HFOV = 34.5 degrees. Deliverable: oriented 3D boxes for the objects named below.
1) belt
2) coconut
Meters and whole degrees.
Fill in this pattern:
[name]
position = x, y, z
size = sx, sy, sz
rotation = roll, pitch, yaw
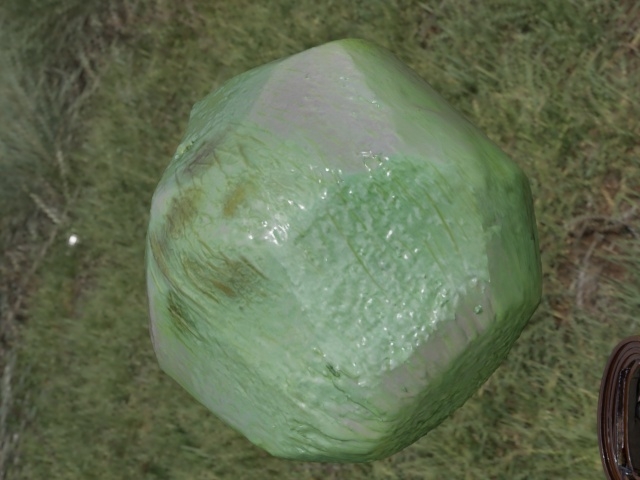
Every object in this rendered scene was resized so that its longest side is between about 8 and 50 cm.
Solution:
[belt]
position = 0.504, 0.266, 1.526
size = 0.184, 0.105, 0.261
rotation = -169, 79, -66
[coconut]
position = 0.000, 0.000, 0.806
size = 0.328, 0.281, 0.328
rotation = 1, 91, 32
